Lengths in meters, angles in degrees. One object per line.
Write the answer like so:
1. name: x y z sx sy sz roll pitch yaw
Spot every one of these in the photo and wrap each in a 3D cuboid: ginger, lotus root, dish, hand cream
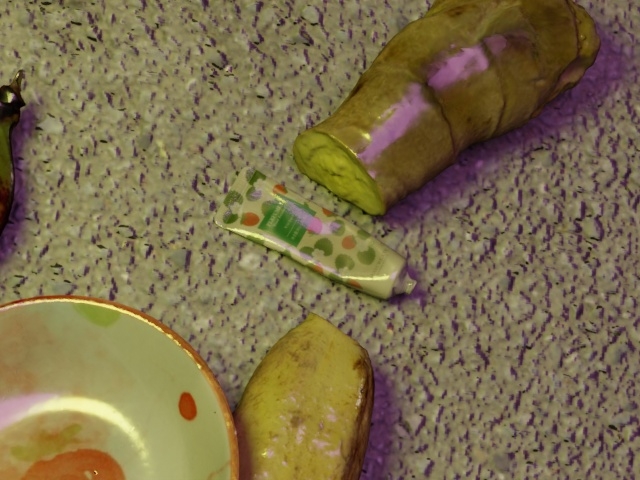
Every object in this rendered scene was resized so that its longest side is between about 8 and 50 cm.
1. ginger: 0.102 -0.123 1.490 0.263 0.116 0.109 -36 42 -17
2. lotus root: -0.028 0.174 1.363 0.110 0.097 0.258 26 61 -3
3. dish: -0.185 0.172 1.313 0.260 0.085 0.260 0 62 0
4. hand cream: 0.000 0.000 1.464 0.165 0.037 0.057 28 67 3

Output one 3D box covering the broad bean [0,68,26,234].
1. broad bean: -0.293 0.019 1.366 0.077 0.061 0.339 27 67 4
